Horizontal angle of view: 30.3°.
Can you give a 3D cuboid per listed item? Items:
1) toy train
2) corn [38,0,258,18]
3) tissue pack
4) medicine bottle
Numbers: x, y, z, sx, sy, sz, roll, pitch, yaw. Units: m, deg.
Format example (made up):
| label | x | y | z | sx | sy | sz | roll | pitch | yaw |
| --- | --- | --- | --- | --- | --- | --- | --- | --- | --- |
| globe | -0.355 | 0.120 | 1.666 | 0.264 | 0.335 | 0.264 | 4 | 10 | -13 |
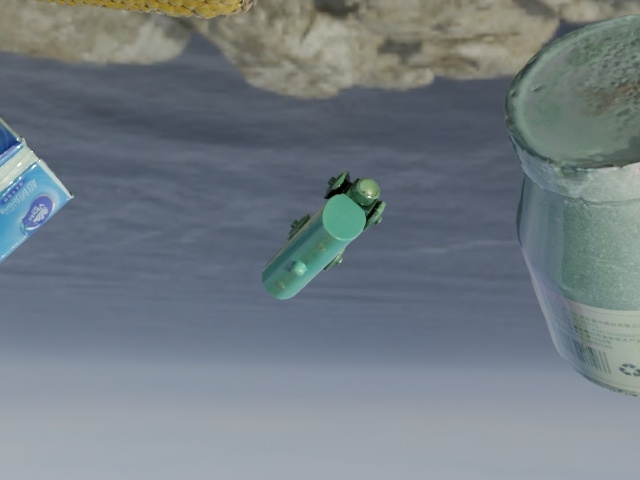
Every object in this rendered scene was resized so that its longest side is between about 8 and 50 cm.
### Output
| label | x | y | z | sx | sy | sz | roll | pitch | yaw |
| --- | --- | --- | --- | --- | --- | --- | --- | --- | --- |
| toy train | 0.000 | 0.000 | 1.785 | 0.101 | 0.159 | 0.248 | 41 | 141 | -3 |
| corn | -0.196 | -0.236 | 0.928 | 0.305 | 0.106 | 0.106 | 5 | 172 | -1 |
| tissue pack | -0.471 | -0.042 | 1.445 | 0.198 | 0.263 | 0.146 | 39 | 168 | 40 |
| medicine bottle | 0.297 | -0.033 | 1.075 | 0.245 | 0.245 | 0.290 | -3 | 136 | 24 |
